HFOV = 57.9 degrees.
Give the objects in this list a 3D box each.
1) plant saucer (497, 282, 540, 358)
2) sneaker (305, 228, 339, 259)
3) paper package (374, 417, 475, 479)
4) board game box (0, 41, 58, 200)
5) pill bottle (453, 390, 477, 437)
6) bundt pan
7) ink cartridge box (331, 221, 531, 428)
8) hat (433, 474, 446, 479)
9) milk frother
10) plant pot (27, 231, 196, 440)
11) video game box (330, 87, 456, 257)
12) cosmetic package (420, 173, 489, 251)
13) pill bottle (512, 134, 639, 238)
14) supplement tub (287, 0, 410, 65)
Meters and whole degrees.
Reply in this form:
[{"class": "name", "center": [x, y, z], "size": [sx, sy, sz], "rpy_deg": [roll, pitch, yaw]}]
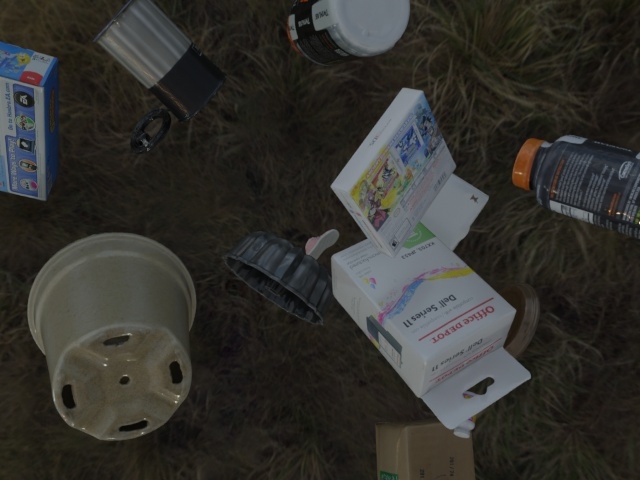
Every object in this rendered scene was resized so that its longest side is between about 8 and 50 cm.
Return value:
[{"class": "plant saucer", "center": [0.591, 0.260, 1.846], "size": [0.041, 0.278, 0.278], "rpy_deg": [23, 87, -12]}, {"class": "sneaker", "center": [0.000, 0.000, 1.861], "size": [0.051, 0.070, 0.134], "rpy_deg": [34, 110, -32]}, {"class": "paper package", "center": [0.346, 0.757, 1.904], "size": [0.309, 0.168, 0.325], "rpy_deg": [6, 75, -30]}, {"class": "board game box", "center": [-0.646, -0.232, 1.053], "size": [0.301, 0.308, 0.086], "rpy_deg": [14, 50, -15]}, {"class": "pill bottle", "center": [0.285, 0.343, 1.139], "size": [0.043, 0.043, 0.083], "rpy_deg": [19, 60, 1]}, {"class": "bundt pan", "center": [-0.097, 0.090, 1.577], "size": [0.330, 0.331, 0.124], "rpy_deg": [34, 74, 2]}, {"class": "ink cartridge box", "center": [0.197, 0.132, 1.043], "size": [0.207, 0.119, 0.353], "rpy_deg": [-25, 50, -21]}, {"class": "hat", "center": [0.211, 0.702, 1.499], "size": [0.183, 0.209, 0.173], "rpy_deg": [-34, 122, 30]}, {"class": "milk frother", "center": [-0.214, -0.195, 0.695], "size": [0.134, 0.129, 0.143], "rpy_deg": [43, 80, -26]}, {"class": "plant pot", "center": [-0.373, 0.188, 1.080], "size": [0.333, 0.305, 0.334], "rpy_deg": [-8, 111, -20]}, {"class": "video game box", "center": [0.124, -0.103, 0.926], "size": [0.048, 0.187, 0.205], "rpy_deg": [25, 72, 39]}, {"class": "cosmetic package", "center": [0.279, -0.080, 1.444], "size": [0.155, 0.365, 0.197], "rpy_deg": [34, 99, 2]}, {"class": "pill bottle", "center": [0.444, -0.095, 0.941], "size": [0.245, 0.130, 0.131], "rpy_deg": [25, 87, 33]}, {"class": "supplement tub", "center": [0.050, -0.539, 1.407], "size": [0.207, 0.338, 0.207], "rpy_deg": [-5, 101, -24]}]
